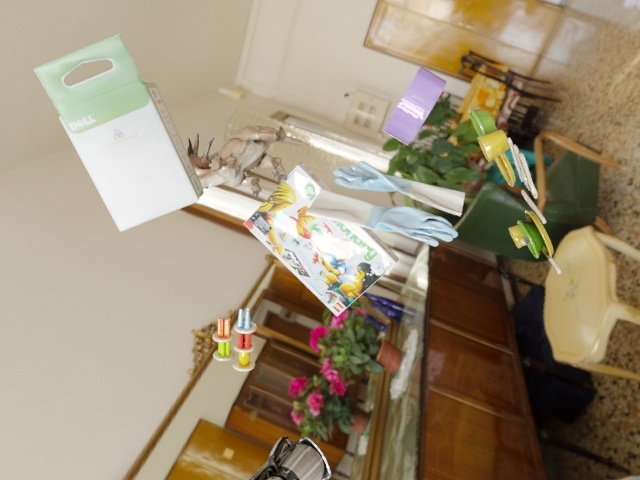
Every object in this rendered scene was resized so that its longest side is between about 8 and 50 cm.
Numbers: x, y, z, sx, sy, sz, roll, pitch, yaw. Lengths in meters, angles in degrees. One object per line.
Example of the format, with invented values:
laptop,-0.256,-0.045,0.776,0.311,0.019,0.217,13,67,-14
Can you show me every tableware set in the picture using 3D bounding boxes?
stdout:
tableware set,0.168,-0.042,0.446,0.154,0.024,0.104,53,-162,-37

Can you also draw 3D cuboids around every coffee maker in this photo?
coffee maker,-0.086,0.489,0.963,0.178,0.120,0.171,-18,-40,-59

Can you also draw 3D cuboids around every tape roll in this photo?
tape roll,0.244,-0.350,1.305,0.189,0.080,0.189,-59,-1,-2

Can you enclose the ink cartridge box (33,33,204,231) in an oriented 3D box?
ink cartridge box,-0.239,-0.128,0.617,0.062,0.109,0.209,-107,-4,-71

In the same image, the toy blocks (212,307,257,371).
toy blocks,-0.204,0.220,1.184,0.054,0.123,0.148,-18,-62,-51

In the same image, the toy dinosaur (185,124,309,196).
toy dinosaur,-0.181,-0.191,1.093,0.296,0.200,0.127,-35,-50,-18

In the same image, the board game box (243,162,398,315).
board game box,0.000,0.000,1.128,0.193,0.305,0.053,-45,2,20

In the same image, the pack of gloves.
pack of gloves,0.116,-0.076,0.806,0.195,0.232,0.046,-60,-19,-55
